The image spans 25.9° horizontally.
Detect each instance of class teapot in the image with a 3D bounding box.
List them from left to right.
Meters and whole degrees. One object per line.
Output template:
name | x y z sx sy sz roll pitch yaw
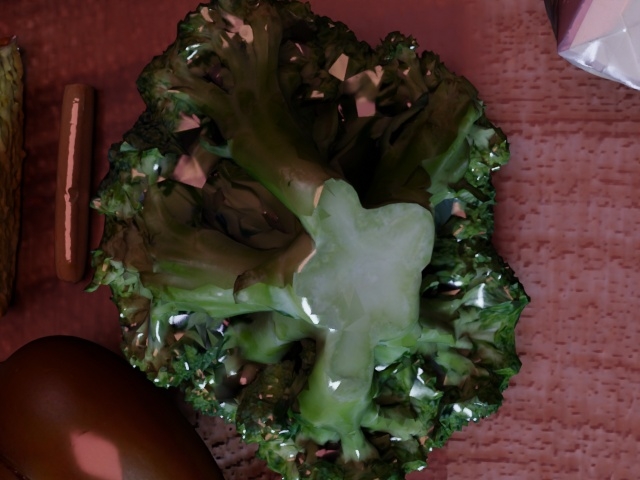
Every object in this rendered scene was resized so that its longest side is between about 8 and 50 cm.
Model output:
teapot | -0.157 0.141 0.848 0.135 0.178 0.252 -40 41 -26

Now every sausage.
sausage | -0.164 -0.037 0.923 0.024 0.024 0.132 3 90 13

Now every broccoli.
broccoli | 0.000 0.000 0.783 0.265 0.245 0.294 -26 109 -6

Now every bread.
bread | -0.234 -0.041 0.900 0.065 0.103 0.187 6 97 15

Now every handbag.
handbag | 0.177 -0.153 0.778 0.095 0.173 0.117 25 107 -3
